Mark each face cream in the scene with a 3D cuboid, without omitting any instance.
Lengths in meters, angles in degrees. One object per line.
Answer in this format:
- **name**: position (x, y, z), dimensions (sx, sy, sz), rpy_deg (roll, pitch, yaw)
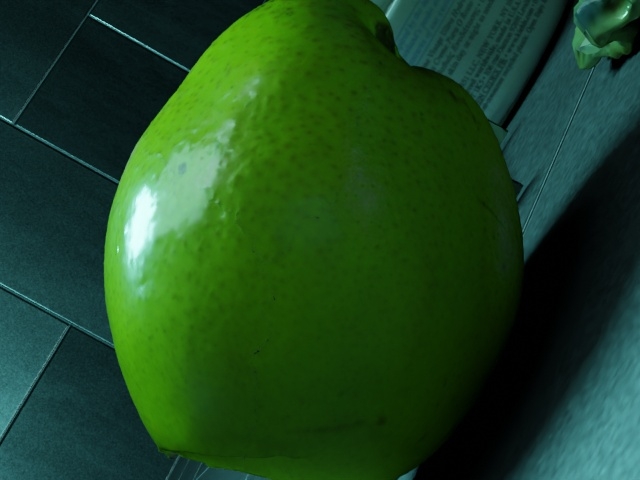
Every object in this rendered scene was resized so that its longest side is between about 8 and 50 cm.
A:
- **face cream**: position (0.082, -0.156, 0.936), dimensions (0.177, 0.152, 0.177), rpy_deg (-59, 3, 6)

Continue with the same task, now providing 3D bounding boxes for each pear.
- **pear**: position (0.000, 0.000, 0.557), dimensions (0.187, 0.187, 0.220), rpy_deg (142, 142, -80)

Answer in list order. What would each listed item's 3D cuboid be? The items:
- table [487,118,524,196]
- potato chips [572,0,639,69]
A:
- **table**: position (0.053, 0.006, 0.787), dimensions (0.175, 0.062, 0.146), rpy_deg (-59, 4, 18)
- **potato chips**: position (0.230, -0.288, 0.625), dimensions (0.429, 0.070, 0.358), rpy_deg (-61, -1, -33)
